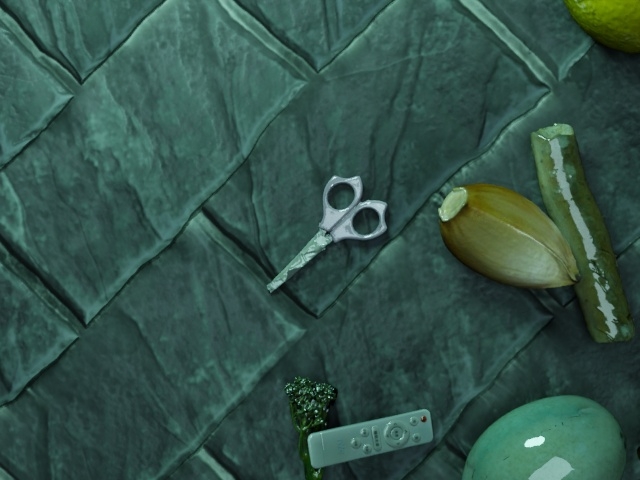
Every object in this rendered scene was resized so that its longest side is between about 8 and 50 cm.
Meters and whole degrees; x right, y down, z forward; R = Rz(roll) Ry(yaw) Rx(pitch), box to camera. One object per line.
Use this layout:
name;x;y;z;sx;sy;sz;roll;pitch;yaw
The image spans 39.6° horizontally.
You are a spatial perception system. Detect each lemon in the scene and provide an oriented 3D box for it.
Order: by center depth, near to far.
lemon;0.440;-0.370;1.166;0.240;0.219;0.241;0;92;1

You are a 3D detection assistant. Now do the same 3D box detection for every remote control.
remote control;0.071;0.279;1.261;0.184;0.027;0.050;-9;94;-14

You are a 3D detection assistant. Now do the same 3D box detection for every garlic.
garlic;0.264;-0.005;1.226;0.206;0.128;0.115;29;57;11

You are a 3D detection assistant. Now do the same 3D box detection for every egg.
egg;0.296;0.305;1.190;0.236;0.169;0.169;-32;87;1

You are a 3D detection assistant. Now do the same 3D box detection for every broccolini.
broccolini;-0.010;0.294;1.270;0.074;0.058;0.201;-4;88;11

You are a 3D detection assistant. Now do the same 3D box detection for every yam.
yam;0.363;-0.009;1.241;0.071;0.067;0.317;-16;89;-21

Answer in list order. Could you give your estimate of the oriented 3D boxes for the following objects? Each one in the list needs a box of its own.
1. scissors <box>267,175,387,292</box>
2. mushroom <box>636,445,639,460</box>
scissors;0.000;0.000;1.293;0.212;0.021;0.110;-43;84;2
mushroom;0.569;0.238;1.165;0.333;0.107;0.087;-18;94;-11
